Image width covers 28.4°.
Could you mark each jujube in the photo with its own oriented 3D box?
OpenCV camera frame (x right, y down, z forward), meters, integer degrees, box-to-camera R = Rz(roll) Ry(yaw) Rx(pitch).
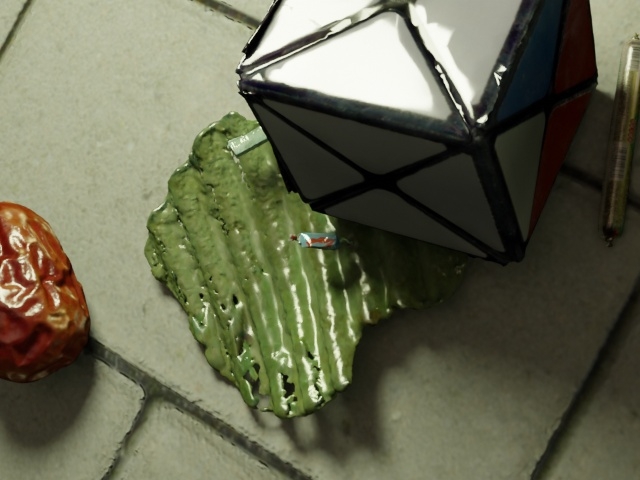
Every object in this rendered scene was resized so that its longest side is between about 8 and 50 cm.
[{"bbox_3d":[-0.412,0.070,1.708,0.174,0.174,0.250,-28,73,13],"label":"jujube"}]

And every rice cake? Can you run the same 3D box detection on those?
[{"bbox_3d":[-0.063,-0.142,1.611,0.121,0.021,0.022,-31,77,-15],"label":"rice cake"}]

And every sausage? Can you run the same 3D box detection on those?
[{"bbox_3d":[0.364,-0.123,1.528,0.033,0.033,0.269,6,81,22],"label":"sausage"}]

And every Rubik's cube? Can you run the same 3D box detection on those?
[{"bbox_3d":[0.122,-0.191,1.453,0.310,0.307,0.305,16,68,23],"label":"Rubik's cube"}]

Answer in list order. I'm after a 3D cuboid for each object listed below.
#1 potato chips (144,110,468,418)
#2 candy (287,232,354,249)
[{"bbox_3d":[-0.035,0.012,1.616,0.373,0.097,0.389,-45,68,5],"label":"potato chips"},{"bbox_3d":[0.000,0.001,1.548,0.083,0.030,0.020,4,82,7],"label":"candy"}]
